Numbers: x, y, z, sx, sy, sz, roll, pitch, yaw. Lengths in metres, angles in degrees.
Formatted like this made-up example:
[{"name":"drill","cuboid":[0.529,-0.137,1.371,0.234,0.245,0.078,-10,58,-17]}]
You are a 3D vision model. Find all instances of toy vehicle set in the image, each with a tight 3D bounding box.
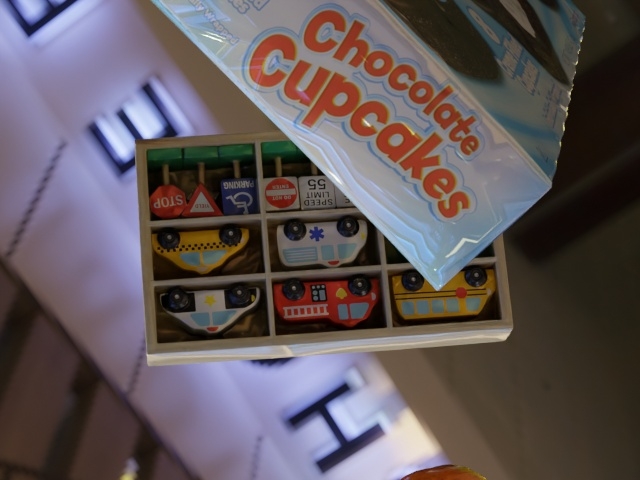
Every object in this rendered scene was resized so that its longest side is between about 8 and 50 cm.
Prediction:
[{"name":"toy vehicle set","cuboid":[0.000,0.000,1.434,0.035,0.267,0.166,103,162,-70]}]

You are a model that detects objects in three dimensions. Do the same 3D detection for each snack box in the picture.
[{"name":"snack box","cuboid":[0.016,-0.108,0.762,0.187,0.060,0.322,45,-162,-5]}]

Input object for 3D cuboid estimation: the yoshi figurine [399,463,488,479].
[{"name":"yoshi figurine","cuboid":[-0.016,0.220,0.794,0.362,0.203,0.203,-35,-96,-33]}]
